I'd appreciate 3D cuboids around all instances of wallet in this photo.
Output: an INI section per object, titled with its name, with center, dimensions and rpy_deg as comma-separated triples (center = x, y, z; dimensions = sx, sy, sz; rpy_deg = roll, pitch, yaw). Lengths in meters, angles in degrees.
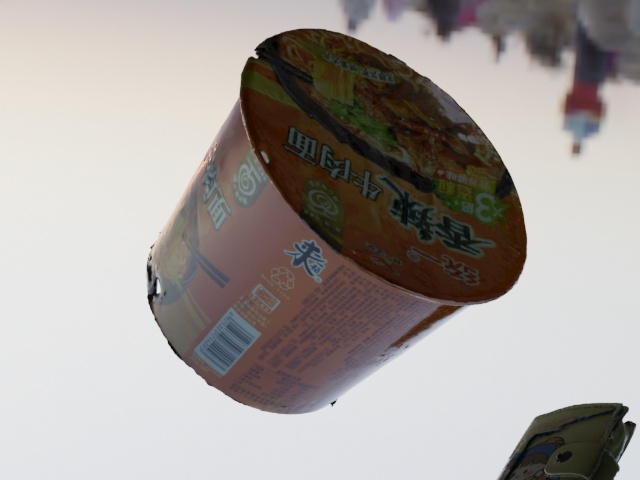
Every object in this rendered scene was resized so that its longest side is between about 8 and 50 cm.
[wallet]
center = 0.174, 0.186, 1.389
dimensions = 0.110, 0.039, 0.155
rpy_deg = -21, -159, 42

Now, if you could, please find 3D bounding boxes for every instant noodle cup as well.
[instant noodle cup]
center = 0.000, 0.000, 1.226
dimensions = 0.230, 0.182, 0.230
rpy_deg = 24, -140, -22
